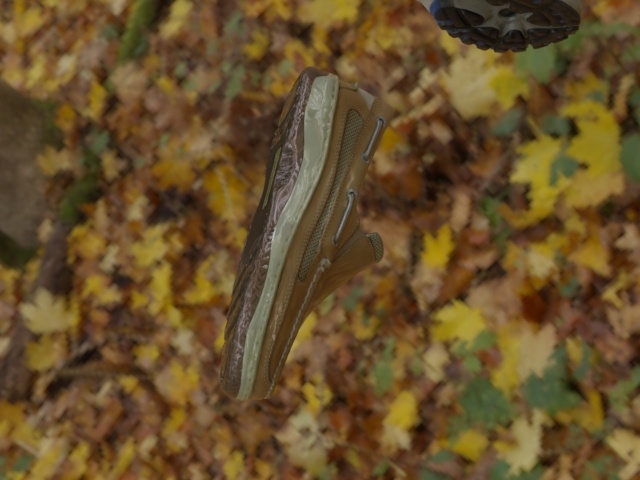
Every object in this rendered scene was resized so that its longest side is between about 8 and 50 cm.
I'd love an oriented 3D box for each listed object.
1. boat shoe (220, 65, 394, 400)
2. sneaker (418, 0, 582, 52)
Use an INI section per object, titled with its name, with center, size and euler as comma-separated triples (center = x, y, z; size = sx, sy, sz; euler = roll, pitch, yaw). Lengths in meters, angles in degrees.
[boat shoe]
center = 0.000, 0.000, 0.798
size = 0.068, 0.072, 0.190
euler = 143, 145, -70
[sneaker]
center = 0.026, -0.108, 0.474
size = 0.052, 0.135, 0.058
euler = -23, 54, 46
